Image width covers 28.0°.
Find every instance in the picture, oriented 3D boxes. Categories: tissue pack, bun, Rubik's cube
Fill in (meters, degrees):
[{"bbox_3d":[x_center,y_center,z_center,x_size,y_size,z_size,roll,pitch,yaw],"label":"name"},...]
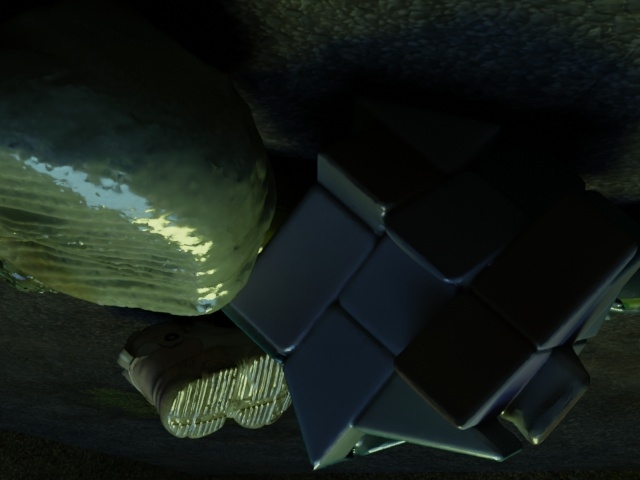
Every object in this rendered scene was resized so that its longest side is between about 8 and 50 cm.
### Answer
[{"bbox_3d":[-0.086,-0.026,1.473,0.178,0.127,0.123,12,159,-22],"label":"tissue pack"},{"bbox_3d":[-0.208,-0.086,1.161,0.365,0.219,0.365,12,157,5],"label":"bun"},{"bbox_3d":[0.122,0.056,1.324,0.358,0.368,0.387,42,-166,16],"label":"Rubik's cube"}]

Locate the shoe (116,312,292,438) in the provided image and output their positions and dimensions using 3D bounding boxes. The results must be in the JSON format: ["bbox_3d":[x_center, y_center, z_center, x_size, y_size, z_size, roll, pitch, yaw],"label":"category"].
[{"bbox_3d":[-0.173,0.204,2.185,0.198,0.172,0.351,36,-158,32],"label":"shoe"}]

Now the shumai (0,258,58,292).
[{"bbox_3d":[-0.367,-0.028,1.447,0.218,0.189,0.256,-10,151,35],"label":"shumai"}]

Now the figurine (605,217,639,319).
[{"bbox_3d":[0.300,0.041,1.560,0.265,0.140,0.193,10,156,5],"label":"figurine"}]
